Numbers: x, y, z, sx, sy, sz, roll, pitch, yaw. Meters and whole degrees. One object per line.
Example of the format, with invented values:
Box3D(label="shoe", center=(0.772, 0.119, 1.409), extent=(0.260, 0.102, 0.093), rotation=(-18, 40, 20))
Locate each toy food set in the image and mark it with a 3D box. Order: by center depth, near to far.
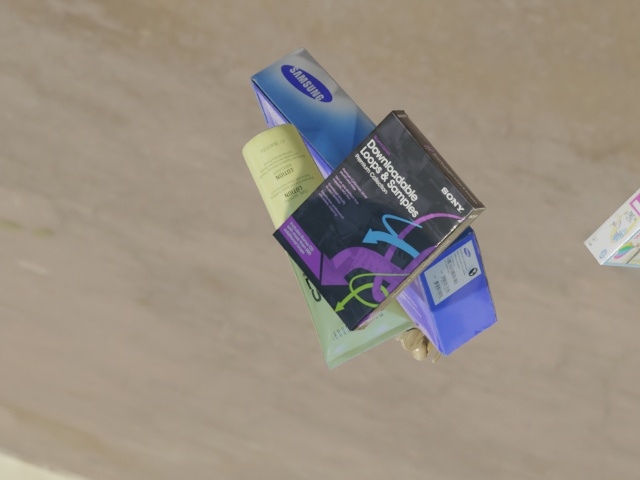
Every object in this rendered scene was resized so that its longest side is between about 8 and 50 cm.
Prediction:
Box3D(label="toy food set", center=(0.123, 0.099, 2.081), extent=(0.019, 0.078, 0.122), rotation=(31, 173, 30))

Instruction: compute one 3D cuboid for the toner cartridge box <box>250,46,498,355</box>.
Box3D(label="toner cartridge box", center=(0.055, -0.047, 1.924), extent=(0.348, 0.075, 0.165), rotation=(50, 167, 37))

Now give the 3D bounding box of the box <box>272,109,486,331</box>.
Box3D(label="box", center=(0.049, -0.017, 1.530), extent=(0.116, 0.162, 0.029), rotation=(50, -158, 16))

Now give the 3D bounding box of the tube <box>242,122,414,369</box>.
Box3D(label="tube", center=(0.000, 0.000, 1.735), extent=(0.062, 0.240, 0.070), rotation=(-10, 158, -43))

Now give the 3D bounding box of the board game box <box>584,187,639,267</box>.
Box3D(label="board game box", center=(0.304, -0.037, 1.488), extent=(0.103, 0.154, 0.026), rotation=(5, -135, -54))
